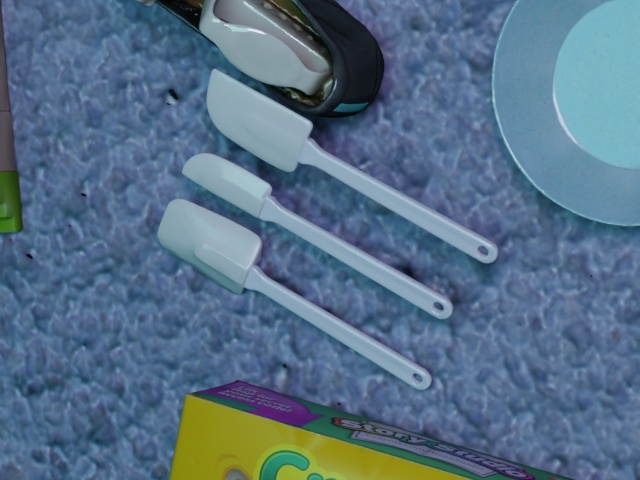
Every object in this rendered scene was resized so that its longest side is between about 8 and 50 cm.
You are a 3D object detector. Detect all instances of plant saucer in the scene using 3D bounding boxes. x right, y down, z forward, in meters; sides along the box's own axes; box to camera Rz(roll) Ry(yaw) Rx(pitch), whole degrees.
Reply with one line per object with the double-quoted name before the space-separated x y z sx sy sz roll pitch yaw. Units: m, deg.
"plant saucer" 0.213 -0.107 1.234 0.195 0.037 0.195 1 94 22

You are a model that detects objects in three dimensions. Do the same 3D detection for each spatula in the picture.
"spatula" 0.000 0.000 1.318 0.242 0.019 0.168 30 121 11

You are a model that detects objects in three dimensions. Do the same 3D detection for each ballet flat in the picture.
"ballet flat" -0.075 -0.185 1.286 0.280 0.096 0.095 36 120 5

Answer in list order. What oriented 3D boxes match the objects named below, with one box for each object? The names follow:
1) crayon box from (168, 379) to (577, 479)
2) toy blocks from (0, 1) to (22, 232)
"crayon box" 0.051 0.298 1.292 0.363 0.106 0.313 14 99 21
"toy blocks" -0.343 -0.185 1.335 0.190 0.261 0.381 -3 93 22
